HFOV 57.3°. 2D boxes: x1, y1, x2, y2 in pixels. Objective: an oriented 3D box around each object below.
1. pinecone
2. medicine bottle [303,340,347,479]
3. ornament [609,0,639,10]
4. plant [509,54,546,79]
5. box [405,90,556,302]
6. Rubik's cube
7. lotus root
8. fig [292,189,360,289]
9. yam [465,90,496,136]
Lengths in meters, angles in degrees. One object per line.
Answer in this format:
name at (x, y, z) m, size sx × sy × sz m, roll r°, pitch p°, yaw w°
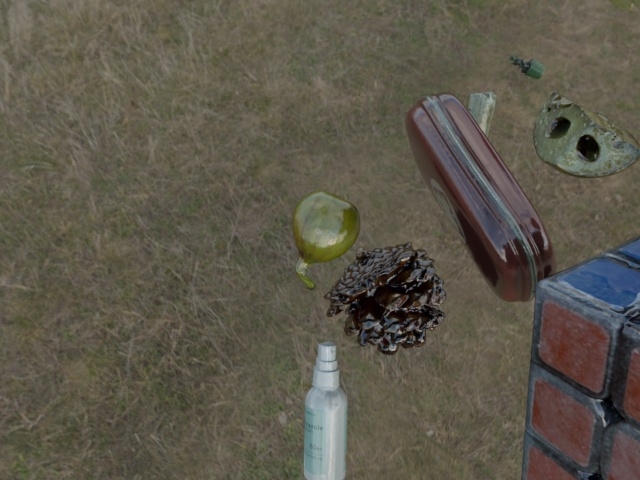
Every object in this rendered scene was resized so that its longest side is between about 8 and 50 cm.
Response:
pinecone at (0.161, 0.146, 1.418) m, size 0.298 × 0.296 × 0.242 m, roll -23°, pitch 44°, yaw 33°
medicine bottle at (0.014, 0.434, 1.492) m, size 0.110 × 0.110 × 0.351 m, roll 1°, pitch 96°, yaw 7°
ornament at (0.680, -0.588, 1.309) m, size 0.059 × 0.180 × 0.201 m, roll -41°, pitch 25°, yaw 15°
plant at (0.573, -0.488, 1.634) m, size 0.102 × 0.051 × 0.051 m, roll 27°, pitch 63°, yaw 4°
box at (0.273, -0.078, 1.040) m, size 0.108 × 0.263 × 0.403 m, roll -27°, pitch 60°, yaw 5°
Rubik's cube at (0.424, 0.176, 0.592) m, size 0.301 × 0.303 × 0.305 m, roll -18°, pitch 30°, yaw -24°
lotus root at (0.612, -0.227, 1.370) m, size 0.210 × 0.142 × 0.314 m, roll 29°, pitch 28°, yaw 1°
fig at (-0.008, -0.013, 1.211) m, size 0.142 × 0.148 × 0.186 m, roll 42°, pitch 84°, yaw 6°
yam at (0.475, -0.336, 1.816) m, size 0.093 × 0.093 × 0.259 m, roll 13°, pitch 93°, yaw 14°
